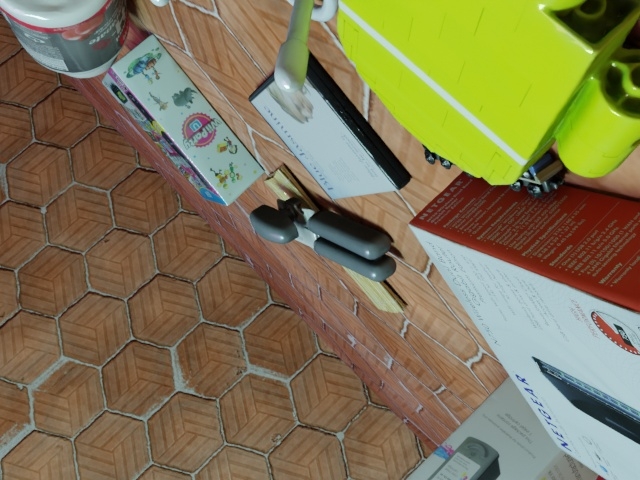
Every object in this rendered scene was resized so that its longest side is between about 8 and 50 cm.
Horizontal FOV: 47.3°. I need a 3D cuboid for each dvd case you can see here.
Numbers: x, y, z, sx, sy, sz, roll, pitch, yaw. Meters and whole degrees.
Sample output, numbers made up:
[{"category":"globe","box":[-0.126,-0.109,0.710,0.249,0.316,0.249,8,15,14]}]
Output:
[{"category":"dvd case","box":[-0.001,-0.126,0.869,0.180,0.022,0.253,49,169,-11]}]

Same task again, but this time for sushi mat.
[{"category":"sushi mat","box":[0.022,0.003,1.240,0.316,0.019,0.151,48,168,-9]}]

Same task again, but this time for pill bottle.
[{"category":"pill bottle","box":[-0.381,-0.354,1.096,0.176,0.176,0.318,48,169,-3]}]

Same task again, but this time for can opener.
[{"category":"can opener","box":[0.000,0.000,1.093,0.280,0.093,0.074,21,136,49]}]

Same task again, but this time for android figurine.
[{"category":"android figurine","box":[0.086,-0.130,0.437,0.248,0.056,0.273,44,168,15]}]

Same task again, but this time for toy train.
[{"category":"toy train","box":[0.130,-0.067,0.576,0.158,0.027,0.036,31,150,57]}]

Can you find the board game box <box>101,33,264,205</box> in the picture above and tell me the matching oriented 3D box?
[{"category":"board game box","box":[-0.257,-0.213,1.345,0.303,0.097,0.224,50,169,-18]}]

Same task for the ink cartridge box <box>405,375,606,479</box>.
[{"category":"ink cartridge box","box":[0.226,0.354,0.952,0.131,0.306,0.226,35,164,48]}]

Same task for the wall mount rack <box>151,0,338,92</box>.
[{"category":"wall mount rack","box":[-0.091,-0.249,0.469,0.304,0.130,0.350,38,167,51]}]

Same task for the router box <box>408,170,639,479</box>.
[{"category":"router box","box":[0.256,0.110,0.572,0.335,0.082,0.301,53,168,-27]}]
